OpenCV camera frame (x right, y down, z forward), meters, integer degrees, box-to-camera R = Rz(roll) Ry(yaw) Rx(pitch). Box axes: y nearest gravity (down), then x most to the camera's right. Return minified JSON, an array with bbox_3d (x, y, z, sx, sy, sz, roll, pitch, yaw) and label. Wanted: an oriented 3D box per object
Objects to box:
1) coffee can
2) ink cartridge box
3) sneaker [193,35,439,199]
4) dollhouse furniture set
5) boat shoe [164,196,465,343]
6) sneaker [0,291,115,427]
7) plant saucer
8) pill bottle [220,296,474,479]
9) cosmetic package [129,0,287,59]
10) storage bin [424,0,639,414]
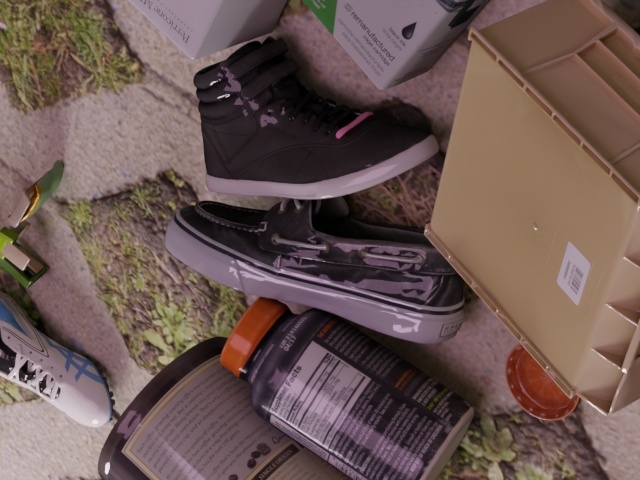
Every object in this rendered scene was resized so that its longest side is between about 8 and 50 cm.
[{"bbox_3d":[-0.068,0.264,1.999,0.275,0.201,0.201,41,128,19],"label":"coffee can"},{"bbox_3d":[0.086,-0.264,1.736,0.153,0.087,0.208,50,130,11],"label":"ink cartridge box"},{"bbox_3d":[-0.020,-0.125,1.865,0.295,0.104,0.147,0,113,43],"label":"sneaker"},{"bbox_3d":[-0.325,-0.013,2.185,0.058,0.076,0.152,39,131,4],"label":"dollhouse furniture set"},{"bbox_3d":[0.000,0.000,1.912,0.335,0.121,0.119,16,109,22],"label":"boat shoe"},{"bbox_3d":[-0.341,0.148,2.251,0.237,0.086,0.085,37,125,20],"label":"sneaker"},{"bbox_3d":[0.217,0.133,1.843,0.083,0.013,0.083,16,118,33],"label":"plant saucer"},{"bbox_3d":[0.021,0.153,1.906,0.245,0.130,0.130,34,126,12],"label":"pill bottle"},{"bbox_3d":[-0.118,-0.338,1.838,0.224,0.138,0.225,43,130,17],"label":"cosmetic package"},{"bbox_3d":[0.225,-0.032,1.612,0.260,0.123,0.262,49,149,30],"label":"storage bin"}]
